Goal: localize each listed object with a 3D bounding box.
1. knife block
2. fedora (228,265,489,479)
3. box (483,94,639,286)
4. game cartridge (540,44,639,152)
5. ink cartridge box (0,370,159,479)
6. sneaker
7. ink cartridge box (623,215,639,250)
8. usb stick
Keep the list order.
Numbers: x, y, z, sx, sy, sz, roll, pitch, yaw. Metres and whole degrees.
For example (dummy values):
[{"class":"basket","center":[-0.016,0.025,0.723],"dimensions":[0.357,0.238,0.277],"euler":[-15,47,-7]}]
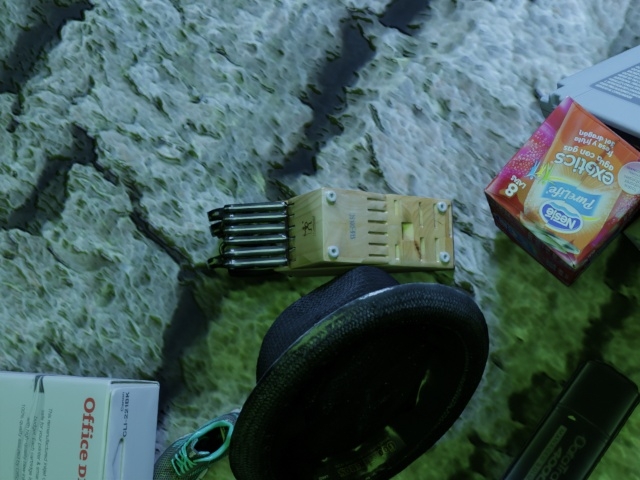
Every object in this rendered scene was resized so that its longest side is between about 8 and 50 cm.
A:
[{"class":"knife block","center":[0.000,0.000,1.121],"dimensions":[0.275,0.242,0.088],"euler":[3,82,-30]},{"class":"fedora","center":[0.026,0.148,1.016],"dimensions":[0.334,0.334,0.152],"euler":[-42,44,6]},{"class":"box","center":[0.268,-0.042,0.951],"dimensions":[0.122,0.257,0.128],"euler":[42,95,15]},{"class":"game cartridge","center":[0.395,-0.142,0.926],"dimensions":[0.198,0.297,0.062],"euler":[-21,118,-11]},{"class":"ink cartridge box","center":[-0.353,0.272,1.135],"dimensions":[0.272,0.114,0.197],"euler":[0,82,25]},{"class":"sneaker","center":[-0.158,0.267,1.119],"dimensions":[0.166,0.076,0.065],"euler":[-38,74,8]},{"class":"ink cartridge box","center":[0.450,-0.014,0.946],"dimensions":[0.128,0.127,0.176],"euler":[44,96,-10]},{"class":"usb stick","center":[0.258,0.252,0.977],"dimensions":[0.077,0.045,0.278],"euler":[35,71,19]}]
